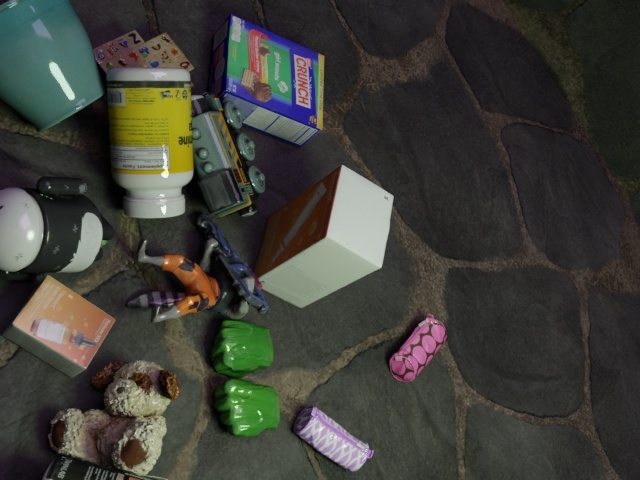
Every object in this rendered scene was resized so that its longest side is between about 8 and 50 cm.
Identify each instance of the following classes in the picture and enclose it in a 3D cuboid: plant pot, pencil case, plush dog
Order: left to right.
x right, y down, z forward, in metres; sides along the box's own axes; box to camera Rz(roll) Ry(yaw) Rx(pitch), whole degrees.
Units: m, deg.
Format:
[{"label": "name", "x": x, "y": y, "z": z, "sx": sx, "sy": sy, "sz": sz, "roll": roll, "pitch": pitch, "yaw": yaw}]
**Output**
[{"label": "plant pot", "x": -0.616, "y": -0.392, "z": 1.657, "sx": 0.271, "sy": 0.271, "sz": 0.255, "roll": -49, "pitch": 116, "yaw": -40}, {"label": "plush dog", "x": -0.381, "y": 0.355, "z": 1.534, "sx": 0.210, "sy": 0.262, "sz": 0.225, "roll": 50, "pitch": 50, "yaw": -54}, {"label": "pencil case", "x": 0.031, "y": 0.489, "z": 1.849, "sx": 0.206, "sy": 0.088, "sz": 0.086, "roll": 37, "pitch": 50, "yaw": -18}, {"label": "pencil case", "x": 0.273, "y": 0.302, "z": 2.120, "sx": 0.209, "sy": 0.095, "sz": 0.098, "roll": -44, "pitch": 134, "yaw": -43}]

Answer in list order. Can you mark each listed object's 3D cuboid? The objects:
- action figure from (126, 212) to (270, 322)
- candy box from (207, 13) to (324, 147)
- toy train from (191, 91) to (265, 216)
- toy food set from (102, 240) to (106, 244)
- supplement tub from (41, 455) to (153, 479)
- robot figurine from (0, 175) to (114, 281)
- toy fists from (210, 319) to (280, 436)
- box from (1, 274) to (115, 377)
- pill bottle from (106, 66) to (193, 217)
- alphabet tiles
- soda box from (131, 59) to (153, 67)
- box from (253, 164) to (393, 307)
[{"label": "action figure", "x": -0.286, "y": 0.087, "z": 1.786, "sx": 0.330, "sy": 0.178, "sz": 0.341, "roll": 12, "pitch": 33, "yaw": -40}, {"label": "candy box", "x": -0.148, "y": -0.446, "z": 2.119, "sx": 0.317, "sy": 0.122, "sz": 0.268, "roll": 17, "pitch": 60, "yaw": -32}, {"label": "toy train", "x": -0.250, "y": -0.213, "z": 1.872, "sx": 0.334, "sy": 0.142, "sz": 0.190, "roll": 70, "pitch": 19, "yaw": -2}, {"label": "toy food set", "x": -0.526, "y": -0.014, "z": 1.697, "sx": 0.082, "sy": 0.020, "sz": 0.083, "roll": -23, "pitch": 84, "yaw": -42}, {"label": "supplement tub", "x": -0.375, "y": 0.534, "z": 1.396, "sx": 0.316, "sy": 0.193, "sz": 0.193, "roll": 20, "pitch": 57, "yaw": -8}, {"label": "robot figurine", "x": -0.563, "y": -0.021, "z": 1.531, "sx": 0.278, "sy": 0.173, "sz": 0.209, "roll": 3, "pitch": 85, "yaw": -57}, {"label": "toy fists", "x": -0.187, "y": 0.320, "z": 1.758, "sx": 0.142, "sy": 0.096, "sz": 0.279, "roll": 15, "pitch": 59, "yaw": -43}, {"label": "box", "x": -0.539, "y": 0.179, "z": 1.551, "sx": 0.170, "sy": 0.091, "sz": 0.130, "roll": 37, "pitch": 52, "yaw": -18}, {"label": "pill bottle", "x": -0.388, "y": -0.226, "z": 1.725, "sx": 0.188, "sy": 0.188, "sz": 0.334, "roll": -10, "pitch": 106, "yaw": -40}, {"label": "alphabet tiles", "x": -0.432, "y": -0.437, "z": 1.889, "sx": 0.198, "sy": 0.009, "sz": 0.237, "roll": 51, "pitch": 47, "yaw": -6}, {"label": "soda box", "x": -0.421, "y": -0.362, "z": 1.910, "sx": 0.058, "sy": 0.061, "sz": 0.181, "roll": -34, "pitch": 92, "yaw": -42}, {"label": "box", "x": 0.000, "y": 0.000, "z": 1.877, "sx": 0.168, "sy": 0.345, "sz": 0.215, "roll": 29, "pitch": 54, "yaw": -24}]
